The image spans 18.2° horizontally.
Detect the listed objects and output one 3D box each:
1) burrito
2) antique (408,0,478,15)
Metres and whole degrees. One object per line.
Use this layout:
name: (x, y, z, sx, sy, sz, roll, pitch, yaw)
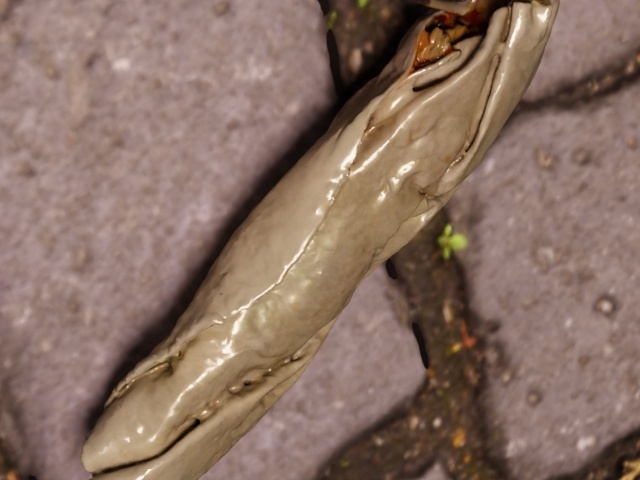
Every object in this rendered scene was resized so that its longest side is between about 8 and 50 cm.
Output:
burrito: (0.000, 0.000, 1.115, 0.392, 0.076, 0.117, -51, 164, 2)
antique: (0.075, -0.282, 1.042, 0.093, 0.087, 0.310, 10, 105, -34)
